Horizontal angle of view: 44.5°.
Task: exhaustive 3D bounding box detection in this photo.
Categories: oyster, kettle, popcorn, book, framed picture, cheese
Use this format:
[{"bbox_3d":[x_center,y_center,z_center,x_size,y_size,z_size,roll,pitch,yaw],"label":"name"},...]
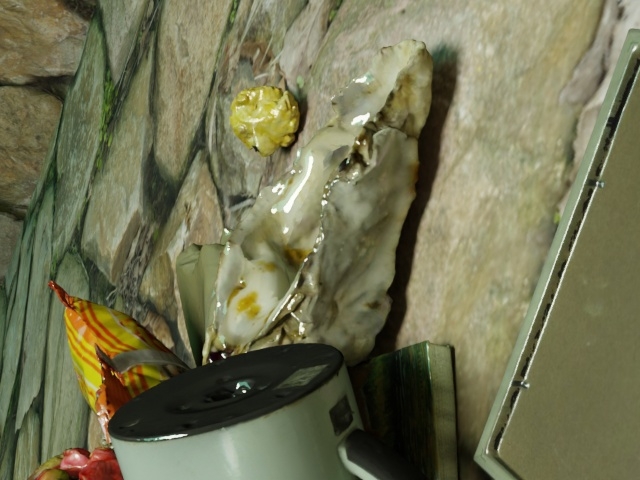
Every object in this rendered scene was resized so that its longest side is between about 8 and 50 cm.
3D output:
[{"bbox_3d":[0.005,0.002,0.657,0.166,0.110,0.341,1,70,54],"label":"oyster"},{"bbox_3d":[-0.007,0.202,0.518,0.221,0.161,0.236,-12,96,27],"label":"kettle"},{"bbox_3d":[-0.058,-0.136,0.899,0.084,0.084,0.084,-33,51,54],"label":"popcorn"},{"bbox_3d":[0.032,0.181,0.638,0.228,0.024,0.160,-30,56,54],"label":"book"},{"bbox_3d":[0.189,0.041,0.401,0.211,0.020,0.289,36,111,61],"label":"framed picture"},{"bbox_3d":[-0.093,0.068,0.809,0.202,0.091,0.175,-132,38,-56],"label":"cheese"}]

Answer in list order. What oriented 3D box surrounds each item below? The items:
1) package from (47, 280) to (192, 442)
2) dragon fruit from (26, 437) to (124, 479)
[{"bbox_3d":[-0.139,0.172,0.729,0.223,0.108,0.288,35,154,45],"label":"package"},{"bbox_3d":[-0.258,0.369,0.892,0.291,0.269,0.250,-47,13,-16],"label":"dragon fruit"}]
